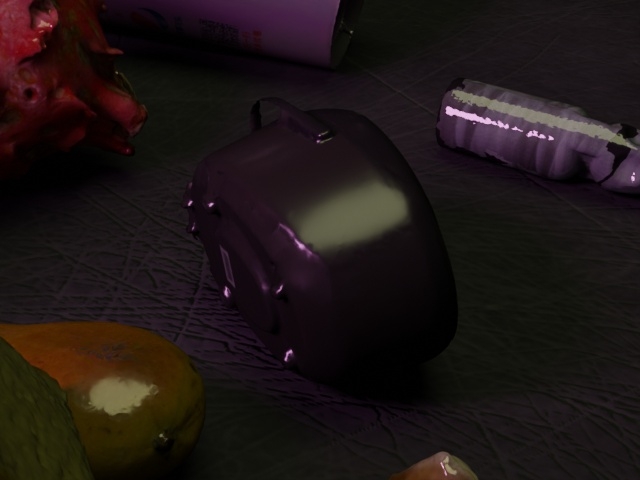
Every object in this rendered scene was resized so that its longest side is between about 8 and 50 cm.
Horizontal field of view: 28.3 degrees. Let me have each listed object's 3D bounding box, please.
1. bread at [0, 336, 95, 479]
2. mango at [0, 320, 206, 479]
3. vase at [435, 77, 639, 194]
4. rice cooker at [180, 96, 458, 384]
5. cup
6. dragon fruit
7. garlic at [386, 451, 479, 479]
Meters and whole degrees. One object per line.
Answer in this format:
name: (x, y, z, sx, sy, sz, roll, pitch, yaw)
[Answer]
bread: (-0.172, 0.029, 0.380, 0.245, 0.361, 0.233, -9, 45, -21)
mango: (-0.138, 0.082, 0.664, 0.161, 0.076, 0.103, 12, 37, 17)
vase: (0.195, -0.071, 0.966, 0.211, 0.059, 0.060, 18, 34, 19)
rice cooker: (0.000, -0.001, 0.756, 0.118, 0.142, 0.203, -23, 36, -18)
cup: (-0.106, -0.254, 1.119, 0.289, 0.203, 0.203, 18, 34, 8)
dragon fruit: (-0.244, -0.133, 0.880, 0.268, 0.205, 0.210, 18, 66, -20)
garlic: (0.002, 0.174, 0.483, 0.090, 0.128, 0.198, 33, 36, 13)
